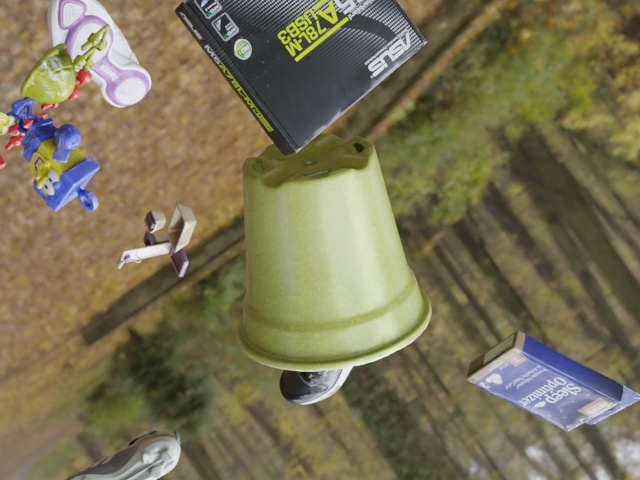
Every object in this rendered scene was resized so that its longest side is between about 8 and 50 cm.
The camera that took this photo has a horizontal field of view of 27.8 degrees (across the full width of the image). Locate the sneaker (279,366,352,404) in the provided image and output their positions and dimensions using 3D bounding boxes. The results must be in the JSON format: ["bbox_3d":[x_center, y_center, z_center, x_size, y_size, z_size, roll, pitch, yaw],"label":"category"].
[{"bbox_3d":[0.006,0.161,2.070,0.124,0.107,0.283,9,135,-47],"label":"sneaker"}]

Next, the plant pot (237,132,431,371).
[{"bbox_3d":[0.000,0.000,1.762,0.276,0.254,0.276,-8,-156,4],"label":"plant pot"}]

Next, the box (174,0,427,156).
[{"bbox_3d":[-0.018,-0.213,1.294,0.190,0.184,0.045,-40,-171,-19],"label":"box"}]

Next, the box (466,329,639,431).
[{"bbox_3d":[0.345,0.217,1.912,0.136,0.225,0.037,-46,-158,53],"label":"box"}]

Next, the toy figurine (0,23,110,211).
[{"bbox_3d":[-0.407,-0.159,2.133,0.191,0.217,0.362,-31,175,-40],"label":"toy figurine"}]

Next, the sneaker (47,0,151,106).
[{"bbox_3d":[-0.410,-0.354,2.278,0.114,0.152,0.305,-34,151,-2],"label":"sneaker"}]

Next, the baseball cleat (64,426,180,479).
[{"bbox_3d":[-0.295,0.341,1.900,0.205,0.072,0.109,-23,-169,2],"label":"baseball cleat"}]

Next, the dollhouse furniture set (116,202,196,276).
[{"bbox_3d":[-0.205,-0.015,1.546,0.081,0.091,0.114,-11,152,-27],"label":"dollhouse furniture set"}]
